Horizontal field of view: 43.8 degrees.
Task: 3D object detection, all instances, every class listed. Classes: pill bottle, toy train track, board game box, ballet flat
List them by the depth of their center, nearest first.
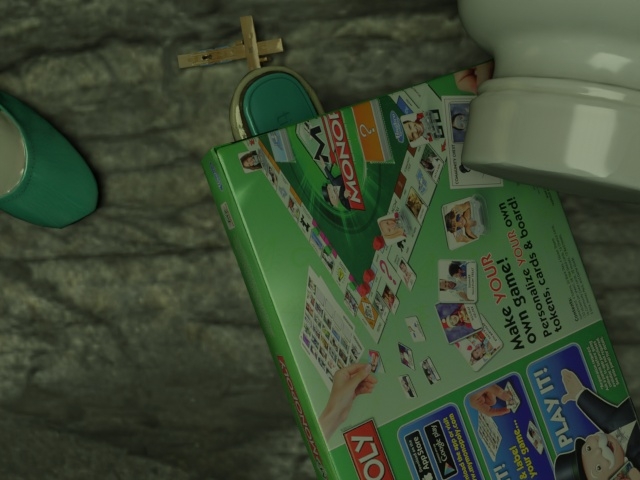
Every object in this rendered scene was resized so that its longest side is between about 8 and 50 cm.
[{"bbox_3d":[0.175,-0.185,0.440,0.176,0.176,0.319,13,93,10],"label":"pill bottle"},{"bbox_3d":[0.079,0.061,0.512,0.213,0.046,0.318,-20,92,-19],"label":"board game box"},{"bbox_3d":[0.000,0.000,0.559,0.086,0.086,0.249,-19,91,12],"label":"ballet flat"},{"bbox_3d":[-0.065,-0.138,0.589,0.083,0.014,0.048,-5,102,17],"label":"toy train track"},{"bbox_3d":[-0.280,-0.092,0.597,0.247,0.087,0.083,41,101,4],"label":"ballet flat"}]
